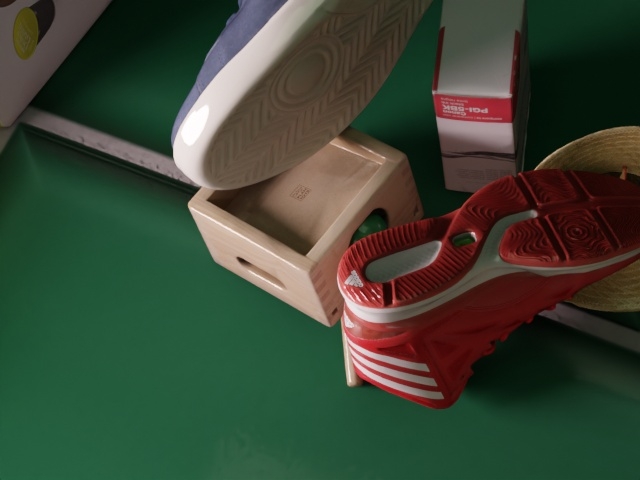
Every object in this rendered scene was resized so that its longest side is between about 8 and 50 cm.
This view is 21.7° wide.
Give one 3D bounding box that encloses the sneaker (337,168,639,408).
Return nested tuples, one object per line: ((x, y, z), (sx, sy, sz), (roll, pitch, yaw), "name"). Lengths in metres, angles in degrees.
((0.115, 0.034, 1.101), (0.221, 0.128, 0.087), (-12, 49, -11), "sneaker")

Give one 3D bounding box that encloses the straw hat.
((0.199, -0.024, 1.144), (0.144, 0.144, 0.061), (-7, 22, 1), "straw hat")

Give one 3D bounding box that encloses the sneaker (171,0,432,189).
((-0.002, -0.198, 1.102), (0.148, 0.131, 0.350), (38, 90, 28), "sneaker")

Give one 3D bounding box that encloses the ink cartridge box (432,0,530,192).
((0.113, -0.106, 1.156), (0.056, 0.135, 0.099), (4, 63, 10), "ink cartridge box")

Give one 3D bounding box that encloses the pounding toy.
((0.000, 0.000, 1.145), (0.141, 0.100, 0.130), (29, 68, 29), "pounding toy")

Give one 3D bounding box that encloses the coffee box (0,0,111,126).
((-0.297, -0.351, 1.202), (0.338, 0.338, 0.334), (30, 70, 18), "coffee box")
